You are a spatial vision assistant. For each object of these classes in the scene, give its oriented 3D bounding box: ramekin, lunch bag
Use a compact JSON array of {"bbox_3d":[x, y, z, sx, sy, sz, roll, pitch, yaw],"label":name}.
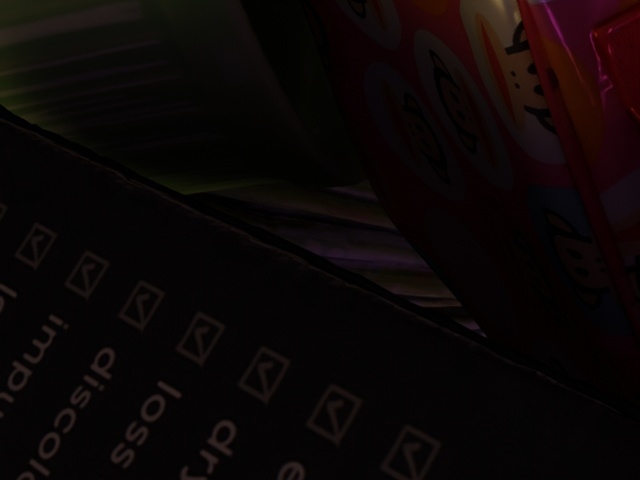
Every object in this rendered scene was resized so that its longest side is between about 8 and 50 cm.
[{"bbox_3d":[-0.082,-0.159,0.729,0.303,0.148,0.303,-12,-90,-74],"label":"ramekin"},{"bbox_3d":[0.093,-0.047,0.586,0.258,0.120,0.293,49,167,56],"label":"lunch bag"}]

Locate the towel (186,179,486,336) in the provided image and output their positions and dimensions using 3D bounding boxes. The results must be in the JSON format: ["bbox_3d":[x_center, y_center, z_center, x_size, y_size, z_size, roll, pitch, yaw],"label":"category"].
[{"bbox_3d":[-0.069,-0.071,1.036,0.320,0.090,0.374,11,-156,-31],"label":"towel"}]

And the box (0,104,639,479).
[{"bbox_3d":[-0.049,0.261,0.512,0.472,0.480,0.297,25,168,46],"label":"box"}]
